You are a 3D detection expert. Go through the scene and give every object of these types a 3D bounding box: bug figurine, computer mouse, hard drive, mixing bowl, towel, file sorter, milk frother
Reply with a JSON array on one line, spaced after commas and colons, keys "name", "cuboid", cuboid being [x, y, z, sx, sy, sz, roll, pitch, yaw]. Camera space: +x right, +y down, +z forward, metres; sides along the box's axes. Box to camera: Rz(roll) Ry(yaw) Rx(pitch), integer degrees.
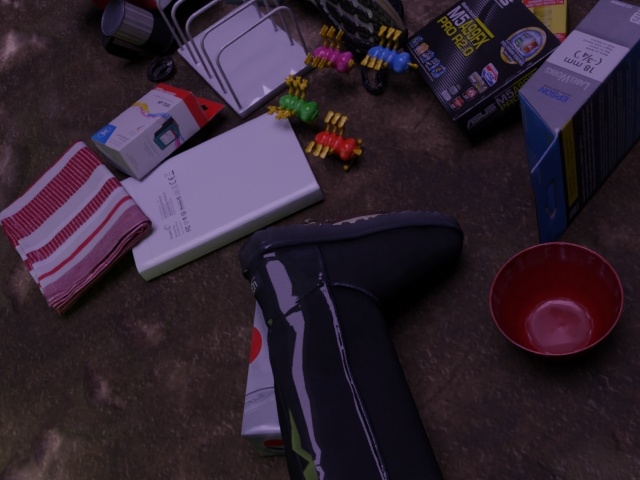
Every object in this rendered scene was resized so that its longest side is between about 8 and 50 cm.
[{"name": "bug figurine", "cuboid": [0.038, -0.273, 1.582, 0.216, 0.072, 0.279, 29, 82, 26]}, {"name": "computer mouse", "cuboid": [0.124, -0.385, 1.693, 0.071, 0.041, 0.242, -2, 63, 28]}, {"name": "hard drive", "cuboid": [-0.192, -0.092, 1.591, 0.353, 0.047, 0.233, -25, 52, 2]}, {"name": "mixing bowl", "cuboid": [0.341, 0.104, 1.236, 0.181, 0.098, 0.181, -10, 54, 14]}, {"name": "towel", "cuboid": [-0.475, -0.039, 1.627, 0.237, 0.037, 0.329, -44, 50, -2]}, {"name": "file sorter", "cuboid": [-0.178, -0.424, 1.735, 0.193, 0.173, 0.277, -37, 53, -8]}, {"name": "milk frother", "cuboid": [-0.384, -0.424, 1.829, 0.143, 0.135, 0.129, 44, 112, 41]}]

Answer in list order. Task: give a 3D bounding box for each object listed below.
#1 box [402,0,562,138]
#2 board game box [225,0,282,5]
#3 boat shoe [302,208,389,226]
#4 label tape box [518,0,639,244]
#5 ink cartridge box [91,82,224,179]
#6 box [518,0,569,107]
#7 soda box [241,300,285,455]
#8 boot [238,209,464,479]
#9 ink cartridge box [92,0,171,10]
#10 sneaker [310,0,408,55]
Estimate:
[{"name": "box", "cuboid": [0.286, -0.331, 1.528, 0.216, 0.060, 0.270, -35, 44, 12]}, {"name": "board game box", "cuboid": [-0.166, -0.649, 1.819, 0.142, 0.275, 0.144, 10, 61, 25]}, {"name": "boat shoe", "cuboid": [-0.003, -0.005, 1.437, 0.257, 0.095, 0.095, -20, 47, 6]}, {"name": "label tape box", "cuboid": [0.387, -0.171, 1.319, 0.106, 0.240, 0.333, 32, 72, 33]}, {"name": "ink cartridge box", "cuboid": [-0.316, -0.231, 1.682, 0.231, 0.078, 0.134, -44, 38, -19]}, {"name": "box", "cuboid": [0.403, -0.345, 1.548, 0.087, 0.058, 0.232, -1, 56, 21]}, {"name": "soda box", "cuboid": [-0.050, 0.180, 1.324, 0.098, 0.091, 0.286, -6, 55, 16]}, {"name": "boot", "cuboid": [0.103, 0.185, 1.219, 0.367, 0.146, 0.445, -8, 59, -19]}, {"name": "ink cartridge box", "cuboid": [-0.424, -0.606, 1.922, 0.309, 0.130, 0.272, 18, 63, 49]}, {"name": "sneaker", "cuboid": [0.070, -0.521, 1.693, 0.182, 0.158, 0.410, -28, 56, -17]}]
